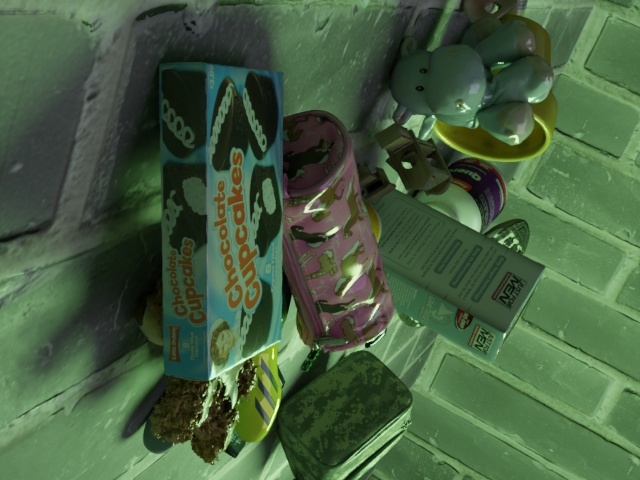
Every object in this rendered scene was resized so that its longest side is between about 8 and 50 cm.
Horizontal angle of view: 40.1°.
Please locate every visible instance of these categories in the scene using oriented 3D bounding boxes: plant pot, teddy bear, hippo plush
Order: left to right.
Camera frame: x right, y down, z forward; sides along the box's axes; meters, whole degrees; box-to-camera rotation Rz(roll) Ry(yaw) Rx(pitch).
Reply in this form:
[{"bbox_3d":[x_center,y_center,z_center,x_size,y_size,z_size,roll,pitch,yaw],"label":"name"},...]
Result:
[{"bbox_3d":[-0.163,0.155,1.150,0.338,0.113,0.245,70,33,-65],"label":"teddy bear"},{"bbox_3d":[0.235,-0.301,1.545,0.236,0.294,0.235,8,92,-45],"label":"hippo plush"},{"bbox_3d":[0.376,-0.328,1.834,0.254,0.253,0.239,72,32,-68],"label":"plant pot"}]

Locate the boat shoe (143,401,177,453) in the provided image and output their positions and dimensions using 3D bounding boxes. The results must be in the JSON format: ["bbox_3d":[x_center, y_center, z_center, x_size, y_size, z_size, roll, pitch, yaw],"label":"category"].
[{"bbox_3d":[-0.195,0.249,1.328,0.183,0.065,0.083,-56,164,-21],"label":"boat shoe"}]

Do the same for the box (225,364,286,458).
[{"bbox_3d":[-0.141,0.285,1.572,0.175,0.051,0.220,-56,162,-19],"label":"box"}]

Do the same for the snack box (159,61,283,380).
[{"bbox_3d":[-0.103,-0.027,0.962,0.187,0.060,0.322,-19,111,-67],"label":"snack box"}]

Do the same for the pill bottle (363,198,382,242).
[{"bbox_3d":[0.035,-0.019,1.490,0.118,0.117,0.208,-65,164,12],"label":"pill bottle"}]

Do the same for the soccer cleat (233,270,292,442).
[{"bbox_3d":[-0.109,0.175,1.354,0.121,0.093,0.289,-6,106,-65],"label":"soccer cleat"}]

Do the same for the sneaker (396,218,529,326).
[{"bbox_3d":[0.348,0.043,2.288,0.410,0.182,0.158,-32,134,1],"label":"sneaker"}]

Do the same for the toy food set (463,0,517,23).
[{"bbox_3d":[0.387,-0.573,1.687,0.219,0.092,0.306,-42,154,-49],"label":"toy food set"}]

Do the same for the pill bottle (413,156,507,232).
[{"bbox_3d":[0.334,-0.081,2.166,0.323,0.181,0.182,-37,151,-55],"label":"pill bottle"}]

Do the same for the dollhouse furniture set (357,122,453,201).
[{"bbox_3d":[0.122,-0.109,1.551,0.161,0.101,0.182,-31,164,23],"label":"dollhouse furniture set"}]

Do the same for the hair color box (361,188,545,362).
[{"bbox_3d":[0.213,0.052,1.679,0.185,0.374,0.114,-50,160,-34],"label":"hair color box"}]

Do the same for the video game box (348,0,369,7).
[{"bbox_3d":[0.063,-0.410,1.070,0.187,0.048,0.205,-64,164,-2],"label":"video game box"}]

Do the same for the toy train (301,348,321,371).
[{"bbox_3d":[-0.016,0.258,1.962,0.083,0.017,0.024,-58,173,-14],"label":"toy train"}]

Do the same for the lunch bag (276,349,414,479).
[{"bbox_3d":[0.059,0.439,2.044,0.305,0.212,0.256,-35,153,-26],"label":"lunch bag"}]

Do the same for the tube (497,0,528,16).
[{"bbox_3d":[0.433,-0.596,1.866,0.070,0.062,0.240,-110,-157,-49],"label":"tube"}]

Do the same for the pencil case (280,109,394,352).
[{"bbox_3d":[0.000,0.000,1.219,0.160,0.167,0.386,-20,138,-2],"label":"pencil case"}]
